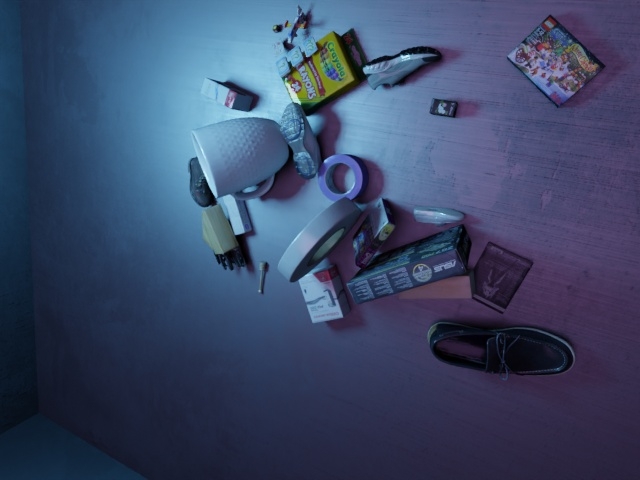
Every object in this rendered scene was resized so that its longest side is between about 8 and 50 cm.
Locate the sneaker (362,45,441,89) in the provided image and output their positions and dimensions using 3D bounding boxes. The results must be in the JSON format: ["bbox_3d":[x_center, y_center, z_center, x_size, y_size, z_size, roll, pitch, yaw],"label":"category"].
[{"bbox_3d":[0.292,-0.614,1.471,0.271,0.100,0.108,-8,122,23],"label":"sneaker"}]

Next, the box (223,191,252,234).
[{"bbox_3d":[-0.399,-0.189,1.890,0.067,0.063,0.324,-15,95,28],"label":"box"}]

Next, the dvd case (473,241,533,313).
[{"bbox_3d":[0.640,0.138,1.509,0.164,0.018,0.221,28,111,17],"label":"dvd case"}]

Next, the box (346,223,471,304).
[{"bbox_3d":[0.324,0.081,1.475,0.395,0.318,0.097,-22,94,26],"label":"box"}]

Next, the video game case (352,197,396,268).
[{"bbox_3d":[0.196,-0.032,1.563,0.042,0.232,0.210,28,114,-12],"label":"video game case"}]

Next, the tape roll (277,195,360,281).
[{"bbox_3d":[0.000,0.000,1.568,0.072,0.392,0.392,45,115,10],"label":"tape roll"}]

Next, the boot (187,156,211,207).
[{"bbox_3d":[-0.518,-0.288,1.856,0.229,0.091,0.263,-7,98,55],"label":"boot"}]

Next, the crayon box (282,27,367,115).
[{"bbox_3d":[0.013,-0.646,1.589,0.318,0.081,0.202,-24,90,27],"label":"crayon box"}]

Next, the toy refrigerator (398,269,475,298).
[{"bbox_3d":[0.431,0.162,1.554,0.269,0.102,0.094,-4,97,30],"label":"toy refrigerator"}]

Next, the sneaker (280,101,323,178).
[{"bbox_3d":[-0.069,-0.397,1.639,0.111,0.129,0.297,-4,112,28],"label":"sneaker"}]

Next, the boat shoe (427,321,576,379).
[{"bbox_3d":[0.637,0.404,1.497,0.500,0.156,0.187,5,102,22],"label":"boat shoe"}]

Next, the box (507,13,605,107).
[{"bbox_3d":[0.732,-0.559,1.297,0.233,0.044,0.159,49,116,8],"label":"box"}]

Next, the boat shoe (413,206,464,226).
[{"bbox_3d":[0.435,-0.082,1.533,0.184,0.066,0.063,7,118,21],"label":"boat shoe"}]

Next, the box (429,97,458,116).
[{"bbox_3d":[0.431,-0.462,1.446,0.083,0.062,0.052,17,107,21],"label":"box"}]

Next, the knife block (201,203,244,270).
[{"bbox_3d":[-0.435,0.005,1.886,0.242,0.088,0.276,41,141,24],"label":"knife block"}]

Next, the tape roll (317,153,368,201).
[{"bbox_3d":[0.090,-0.247,1.643,0.189,0.080,0.189,6,104,24],"label":"tape roll"}]

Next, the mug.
[{"bbox_3d":[-0.306,-0.319,1.691,0.276,0.328,0.374,55,159,39],"label":"mug"}]

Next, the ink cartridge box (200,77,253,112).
[{"bbox_3d":[-0.397,-0.617,1.757,0.175,0.127,0.072,30,111,16],"label":"ink cartridge box"}]

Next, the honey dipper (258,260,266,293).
[{"bbox_3d":[-0.277,0.174,1.936,0.030,0.030,0.161,17,111,21],"label":"honey dipper"}]

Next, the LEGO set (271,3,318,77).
[{"bbox_3d":[-0.122,-0.775,1.589,0.182,0.060,0.244,-28,63,24],"label":"LEGO set"}]

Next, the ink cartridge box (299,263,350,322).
[{"bbox_3d":[0.015,0.231,1.778,0.158,0.092,0.218,-16,96,27],"label":"ink cartridge box"}]
